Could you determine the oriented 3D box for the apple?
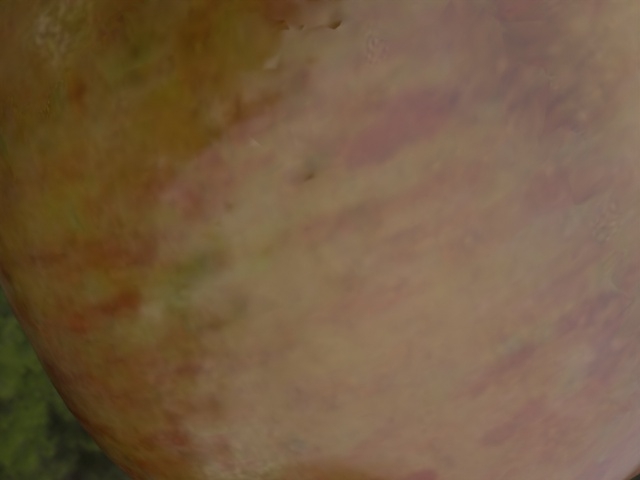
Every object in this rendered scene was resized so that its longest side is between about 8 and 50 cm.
[{"bbox_3d":[0.038,-0.067,0.746,0.333,0.400,0.400,-22,153,13],"label":"apple"}]
